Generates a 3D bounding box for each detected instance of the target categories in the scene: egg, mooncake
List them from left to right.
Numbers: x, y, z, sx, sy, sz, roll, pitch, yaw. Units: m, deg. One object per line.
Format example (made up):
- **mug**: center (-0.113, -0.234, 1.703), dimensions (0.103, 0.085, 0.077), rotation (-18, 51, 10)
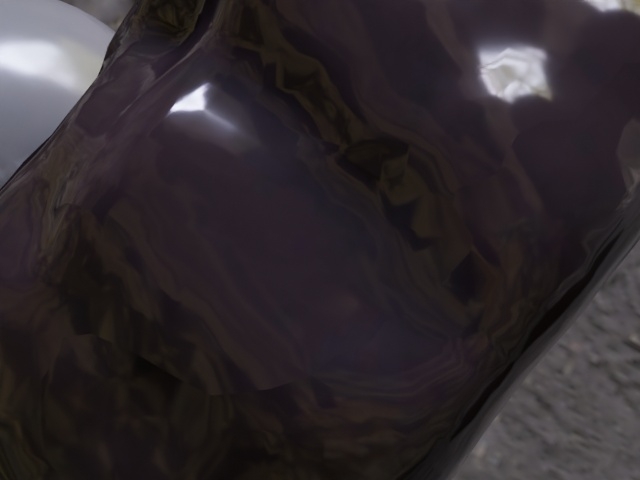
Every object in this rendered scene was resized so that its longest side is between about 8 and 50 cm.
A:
- **egg**: center (-0.148, -0.026, 0.775), dimensions (0.198, 0.146, 0.146), rotation (-11, 61, 37)
- **mooncake**: center (0.000, 0.000, 0.512), dimensions (0.141, 0.283, 0.283), rotation (36, 97, 7)
